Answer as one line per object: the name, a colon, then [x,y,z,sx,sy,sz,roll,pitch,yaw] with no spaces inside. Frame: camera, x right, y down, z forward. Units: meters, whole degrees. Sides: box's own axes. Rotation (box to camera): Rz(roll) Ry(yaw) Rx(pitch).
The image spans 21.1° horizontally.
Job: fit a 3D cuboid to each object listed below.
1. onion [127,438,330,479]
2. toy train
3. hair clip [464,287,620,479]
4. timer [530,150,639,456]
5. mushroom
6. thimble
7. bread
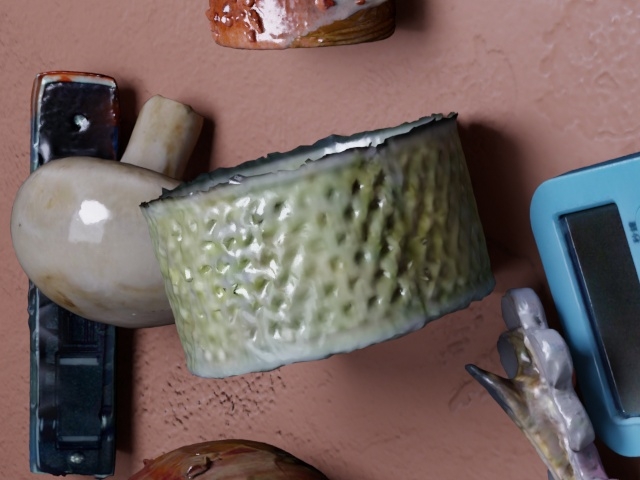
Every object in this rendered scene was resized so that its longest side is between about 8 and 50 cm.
onion: [-0.084,0.342,1.521,0.353,0.353,0.354,11,109,37]
toy train: [-0.239,0.031,1.676,0.086,0.089,0.409,2,106,-3]
hair clip: [0.190,0.162,1.350,0.257,0.075,0.146,62,163,2]
timer: [0.267,0.045,1.272,0.250,0.091,0.232,-17,91,47]
mushroom: [-0.166,-0.033,1.540,0.207,0.207,0.215,2,67,39]
thimble: [0.000,0.000,1.367,0.270,0.271,0.150,-11,97,40]
bread: [-0.015,-0.196,1.392,0.160,0.160,0.073,8,105,38]
